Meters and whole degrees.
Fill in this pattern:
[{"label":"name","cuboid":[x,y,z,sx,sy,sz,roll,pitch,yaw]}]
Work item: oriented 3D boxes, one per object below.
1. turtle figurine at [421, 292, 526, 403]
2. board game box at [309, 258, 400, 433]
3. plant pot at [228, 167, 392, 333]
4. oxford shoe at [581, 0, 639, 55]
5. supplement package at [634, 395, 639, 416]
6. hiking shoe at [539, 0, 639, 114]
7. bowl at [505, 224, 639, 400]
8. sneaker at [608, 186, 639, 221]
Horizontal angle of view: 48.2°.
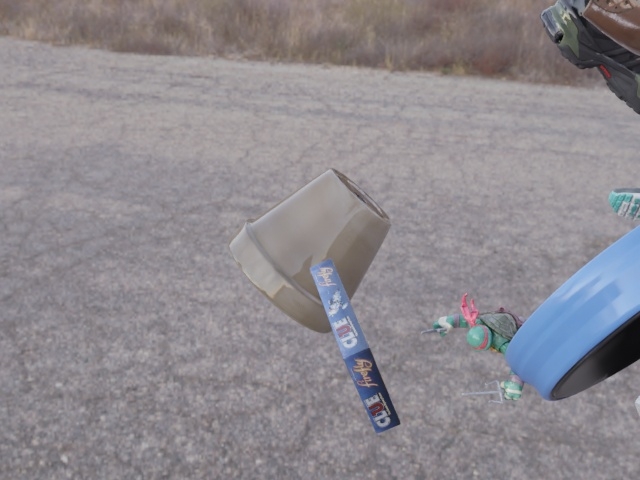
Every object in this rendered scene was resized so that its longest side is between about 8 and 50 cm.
[{"label":"turtle figurine","cuboid":[0.276,0.163,1.123,0.234,0.118,0.175,5,41,-43]},{"label":"board game box","cuboid":[0.051,0.159,1.127,0.042,0.165,0.243,-23,31,0]},{"label":"plant pot","cuboid":[0.000,0.000,1.617,0.323,0.280,0.323,40,13,-11]},{"label":"oxford shoe","cuboid":[0.293,-0.302,0.587,0.132,0.130,0.364,17,61,1]},{"label":"supplement package","cuboid":[0.739,0.327,1.243,0.198,0.199,0.262,-42,30,-18]},{"label":"hiking shoe","cuboid":[0.352,-0.209,0.766,0.226,0.114,0.086,28,37,-16]},{"label":"bowl","cuboid":[0.424,0.077,0.931,0.391,0.391,0.077,-12,56,-35]},{"label":"sneaker","cuboid":[0.549,-0.073,1.169,0.166,0.065,0.076,6,54,-5]}]
